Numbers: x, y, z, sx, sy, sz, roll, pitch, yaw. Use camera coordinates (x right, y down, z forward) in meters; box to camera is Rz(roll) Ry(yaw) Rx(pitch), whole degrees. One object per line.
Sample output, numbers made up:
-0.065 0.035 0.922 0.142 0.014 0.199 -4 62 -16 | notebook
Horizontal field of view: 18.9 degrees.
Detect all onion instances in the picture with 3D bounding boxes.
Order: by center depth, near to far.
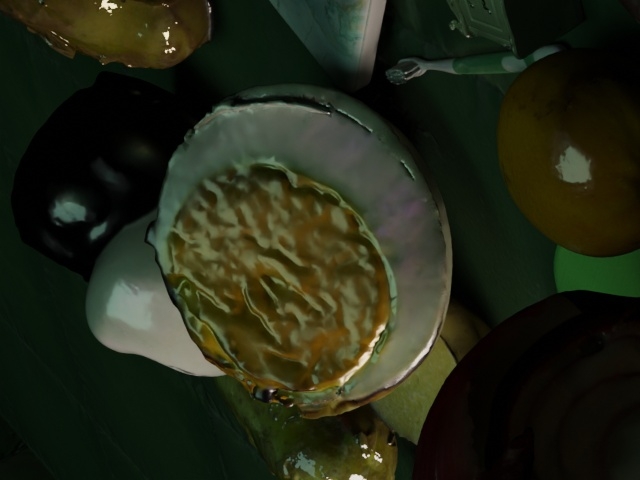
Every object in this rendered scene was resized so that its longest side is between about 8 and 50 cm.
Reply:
0.220 0.215 1.286 0.341 0.341 0.341 47 157 27 | onion

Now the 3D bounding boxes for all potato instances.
0.110 0.113 1.758 0.200 0.081 0.164 1 112 63 | potato
-0.255 -0.280 1.869 0.300 0.196 0.246 63 161 -17 | potato
-0.019 0.173 2.062 0.298 0.141 0.176 51 156 42 | potato

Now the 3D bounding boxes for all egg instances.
0.003 -0.003 1.675 0.286 0.264 0.174 65 -156 -2 | egg

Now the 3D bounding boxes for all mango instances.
0.181 -0.058 1.314 0.145 0.112 0.219 58 171 0 | mango

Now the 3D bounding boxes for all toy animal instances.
-0.154 -0.002 1.979 0.310 0.251 0.251 41 154 24 | toy animal

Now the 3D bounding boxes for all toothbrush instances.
0.116 -0.135 1.468 0.257 0.024 0.018 5 124 64 | toothbrush

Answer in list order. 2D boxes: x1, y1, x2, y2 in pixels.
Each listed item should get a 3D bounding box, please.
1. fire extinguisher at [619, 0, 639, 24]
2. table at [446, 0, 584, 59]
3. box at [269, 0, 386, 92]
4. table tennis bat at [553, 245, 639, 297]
0.181 -0.193 1.113 0.269 0.105 0.105 53 159 13 | fire extinguisher
0.125 -0.179 1.321 0.083 0.062 0.079 32 147 51 | table
0.008 -0.243 1.532 0.142 0.044 0.285 54 159 22 | box
0.233 0.081 1.491 0.160 0.039 0.257 47 152 26 | table tennis bat
